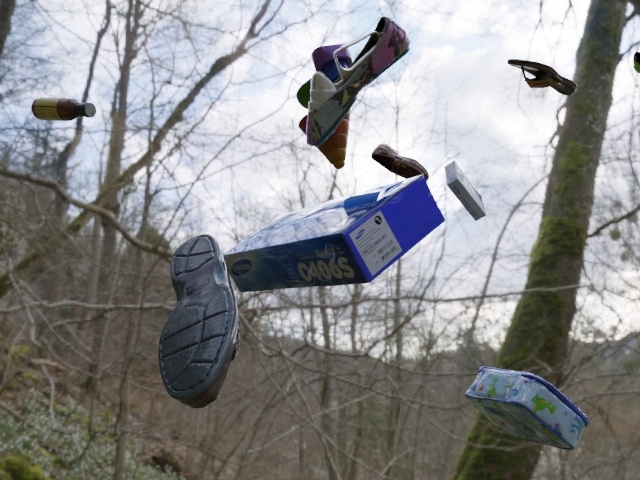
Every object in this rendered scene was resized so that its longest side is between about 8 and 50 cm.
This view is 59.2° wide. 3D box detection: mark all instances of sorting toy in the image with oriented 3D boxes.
[{"bbox_3d":[0.029,-0.239,1.105,0.127,0.126,0.365,-16,-11,-5],"label":"sorting toy"}]

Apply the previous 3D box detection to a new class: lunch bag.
[{"bbox_3d":[0.417,0.343,1.152,0.176,0.090,0.219,41,-19,-7],"label":"lunch bag"}]

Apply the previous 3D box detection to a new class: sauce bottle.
[{"bbox_3d":[-0.453,-0.231,0.997,0.128,0.042,0.042,10,-11,24],"label":"sauce bottle"}]

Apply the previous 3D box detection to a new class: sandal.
[{"bbox_3d":[0.588,-0.426,1.501,0.219,0.060,0.090,19,9,-27],"label":"sandal"}]

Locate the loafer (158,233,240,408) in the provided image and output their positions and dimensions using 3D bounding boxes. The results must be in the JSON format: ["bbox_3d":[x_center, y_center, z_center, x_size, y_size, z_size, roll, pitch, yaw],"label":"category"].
[{"bbox_3d":[-0.135,0.097,0.694,0.096,0.267,0.084,-22,-52,6],"label":"loafer"}]

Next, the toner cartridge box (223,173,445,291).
[{"bbox_3d":[0.000,0.000,0.842,0.165,0.075,0.348,-34,13,-33],"label":"toner cartridge box"}]

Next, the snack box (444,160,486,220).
[{"bbox_3d":[0.385,-0.132,1.499,0.037,0.100,0.141,-31,-62,28],"label":"snack box"}]

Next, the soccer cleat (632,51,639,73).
[{"bbox_3d":[0.793,-0.397,1.258,0.179,0.060,0.072,15,-3,41],"label":"soccer cleat"}]

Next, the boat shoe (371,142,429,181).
[{"bbox_3d":[0.221,-0.208,1.593,0.178,0.060,0.064,33,-46,14],"label":"boat shoe"}]

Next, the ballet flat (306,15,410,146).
[{"bbox_3d":[0.038,-0.244,0.845,0.221,0.077,0.079,-46,-64,6],"label":"ballet flat"}]
